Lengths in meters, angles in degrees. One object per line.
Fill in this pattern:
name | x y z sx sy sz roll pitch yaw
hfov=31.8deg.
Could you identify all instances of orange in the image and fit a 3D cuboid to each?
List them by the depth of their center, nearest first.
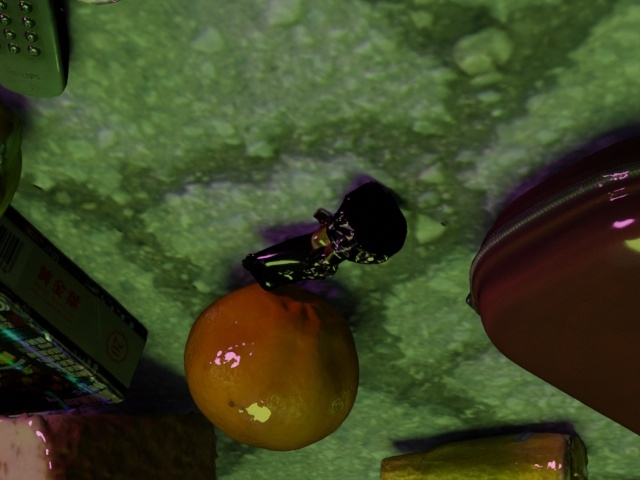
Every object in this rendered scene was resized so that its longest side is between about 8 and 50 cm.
orange | -0.040 0.106 0.988 0.159 0.159 0.136 22 115 -9

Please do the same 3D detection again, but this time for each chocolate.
chocolate | 0.003 0.001 0.916 0.072 0.070 0.147 26 154 -32
chocolate | 0.160 0.240 1.149 0.219 0.085 0.085 -9 138 29

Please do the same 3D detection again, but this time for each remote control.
remote control | -0.210 -0.183 0.750 0.072 0.042 0.222 9 142 7

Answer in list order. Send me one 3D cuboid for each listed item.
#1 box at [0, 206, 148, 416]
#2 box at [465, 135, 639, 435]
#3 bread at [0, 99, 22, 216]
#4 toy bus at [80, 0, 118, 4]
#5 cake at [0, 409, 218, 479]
box | -0.337 0.052 1.070 0.198 0.084 0.310 -12 136 31
box | 0.312 0.074 0.850 0.404 0.108 0.263 30 142 -21
bread | -0.409 -0.110 0.826 0.383 0.166 0.112 32 165 -21
toy bus | -0.034 -0.239 0.528 0.330 0.144 0.152 -11 137 29
cake | -0.270 0.314 1.186 0.290 0.255 0.282 -12 166 36
